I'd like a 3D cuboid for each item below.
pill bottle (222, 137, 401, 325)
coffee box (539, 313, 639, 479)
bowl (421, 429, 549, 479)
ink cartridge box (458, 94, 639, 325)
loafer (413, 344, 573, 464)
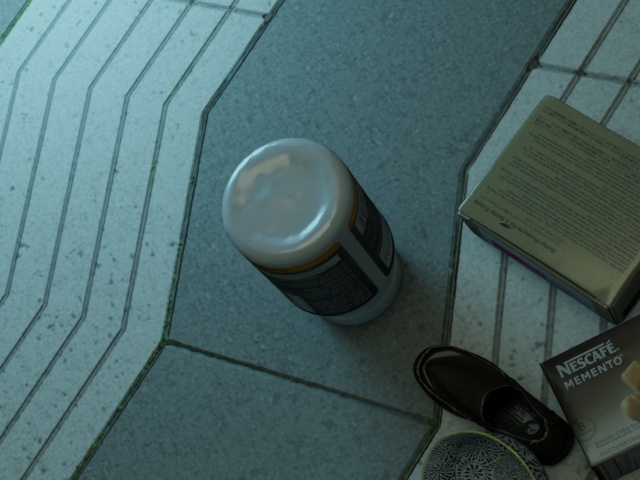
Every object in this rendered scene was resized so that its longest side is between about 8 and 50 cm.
[{"bbox_3d":[0.000,0.000,1.720,0.162,0.278,0.162,-7,66,16],"label":"pill bottle"},{"bbox_3d":[0.397,0.158,1.615,0.247,0.098,0.141,-27,62,8],"label":"coffee box"},{"bbox_3d":[0.207,0.287,1.625,0.170,0.080,0.170,14,113,38],"label":"bowl"},{"bbox_3d":[0.321,-0.039,1.730,0.235,0.088,0.193,36,85,27],"label":"ink cartridge box"},{"bbox_3d":[0.203,0.184,1.685,0.220,0.078,0.080,28,80,27],"label":"loafer"}]
